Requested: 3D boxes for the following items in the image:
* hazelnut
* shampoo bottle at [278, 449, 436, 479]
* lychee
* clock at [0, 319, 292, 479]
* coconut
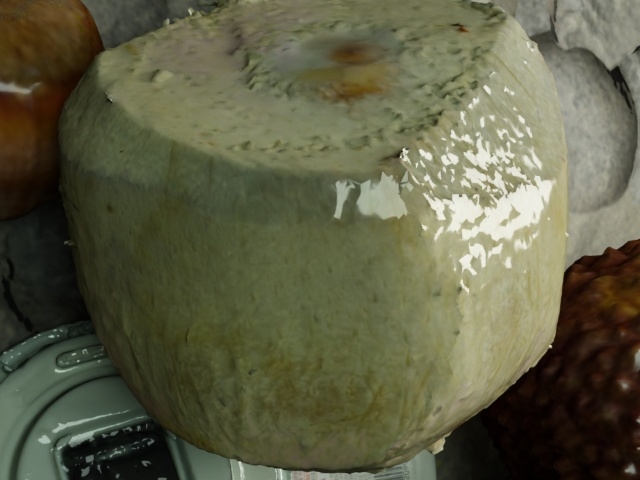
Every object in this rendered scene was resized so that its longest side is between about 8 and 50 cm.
[{"bbox_3d":[-0.203,-0.086,0.799,0.150,0.150,0.150,2,86,-28],"label":"hazelnut"},{"bbox_3d":[-0.025,0.166,0.907,0.220,0.051,0.108,-4,89,-24],"label":"shampoo bottle"},{"bbox_3d":[0.248,0.139,0.930,0.304,0.276,0.276,-32,102,-7],"label":"lychee"},{"bbox_3d":[-0.126,0.155,0.817,0.236,0.053,0.237,6,66,-15],"label":"clock"},{"bbox_3d":[0.000,0.000,0.771,0.297,0.297,0.255,-25,133,-27],"label":"coconut"}]
